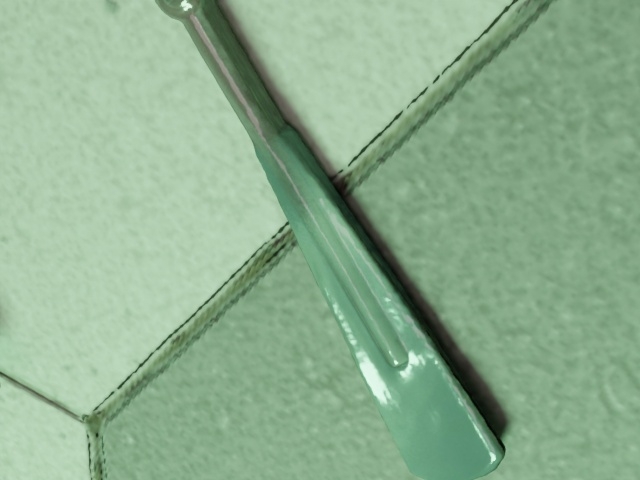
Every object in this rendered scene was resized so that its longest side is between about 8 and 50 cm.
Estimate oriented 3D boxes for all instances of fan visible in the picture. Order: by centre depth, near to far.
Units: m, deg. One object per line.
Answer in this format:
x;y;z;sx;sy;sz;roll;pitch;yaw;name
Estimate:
0.000;0.000;0.622;0.057;0.023;0.282;-20;108;41;fan
